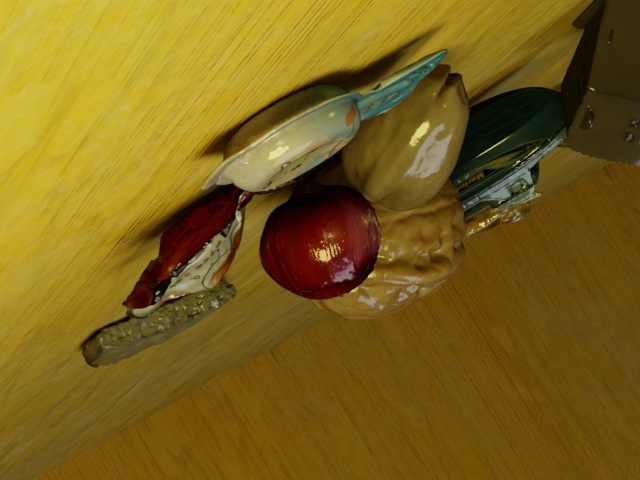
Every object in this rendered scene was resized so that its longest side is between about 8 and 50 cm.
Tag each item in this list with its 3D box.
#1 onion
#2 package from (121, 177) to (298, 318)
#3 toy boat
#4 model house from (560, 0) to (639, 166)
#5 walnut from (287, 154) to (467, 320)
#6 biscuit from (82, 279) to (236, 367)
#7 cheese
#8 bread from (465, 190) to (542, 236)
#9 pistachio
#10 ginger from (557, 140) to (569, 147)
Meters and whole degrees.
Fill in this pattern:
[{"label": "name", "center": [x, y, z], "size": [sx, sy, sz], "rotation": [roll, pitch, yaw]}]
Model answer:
[{"label": "onion", "center": [0.000, 0.000, 1.695], "size": [0.131, 0.131, 0.131], "rotation": [-31, 174, -4]}, {"label": "package", "center": [-0.088, -0.023, 1.612], "size": [0.269, 0.071, 0.194], "rotation": [-49, -173, -7]}, {"label": "toy boat", "center": [0.186, -0.094, 1.993], "size": [0.296, 0.122, 0.114], "rotation": [-28, -146, 22]}, {"label": "model house", "center": [0.394, -0.229, 1.849], "size": [0.204, 0.211, 0.243], "rotation": [-91, -165, -50]}, {"label": "walnut", "center": [0.055, -0.009, 1.848], "size": [0.213, 0.213, 0.213], "rotation": [-31, 174, -4]}, {"label": "biscuit", "center": [-0.220, 0.118, 2.175], "size": [0.141, 0.038, 0.290], "rotation": [-36, 172, 39]}, {"label": "cheese", "center": [0.000, -0.100, 1.451], "size": [0.245, 0.052, 0.135], "rotation": [-27, 172, -32]}, {"label": "bread", "center": [0.207, -0.080, 2.141], "size": [0.127, 0.147, 0.152], "rotation": [-30, 171, 14]}, {"label": "pistachio", "center": [0.088, -0.100, 1.646], "size": [0.126, 0.108, 0.185], "rotation": [-56, -177, -38]}, {"label": "ginger", "center": [0.359, -0.169, 2.359], "size": [0.334, 0.148, 0.081], "rotation": [-13, 126, -34]}]
